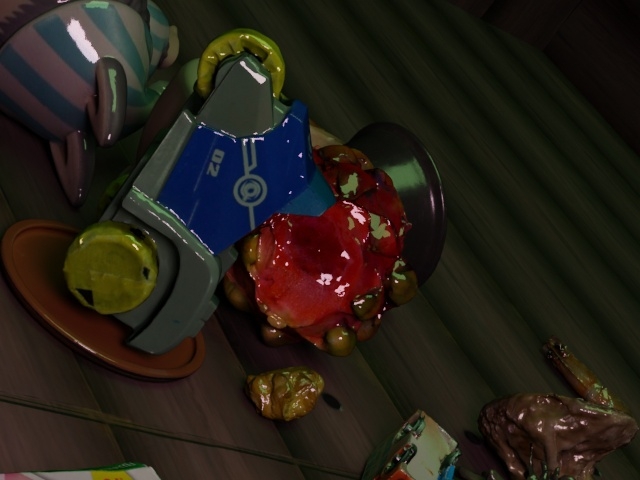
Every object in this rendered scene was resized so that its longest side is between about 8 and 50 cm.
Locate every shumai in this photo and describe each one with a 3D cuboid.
[{"bbox_3d":[0.285,0.268,1.986,0.161,0.210,0.152,20,70,-50],"label":"shumai"}]

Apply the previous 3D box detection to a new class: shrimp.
[{"bbox_3d":[0.401,0.208,2.438,0.180,0.041,0.099,45,20,22],"label":"shrimp"}]

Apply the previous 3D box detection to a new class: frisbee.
[{"bbox_3d":[-0.230,0.063,1.728,0.251,0.021,0.251,32,22,-14],"label":"frisbee"}]

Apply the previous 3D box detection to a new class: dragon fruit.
[{"bbox_3d":[0.008,-0.004,1.921,0.227,0.243,0.307,42,61,-13],"label":"dragon fruit"}]

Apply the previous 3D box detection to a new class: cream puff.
[{"bbox_3d":[-0.038,0.168,1.776,0.083,0.083,0.058,1,81,-76],"label":"cream puff"}]

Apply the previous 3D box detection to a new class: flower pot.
[{"bbox_3d":[0.040,-0.038,2.167,0.148,0.235,0.235,-7,45,-37],"label":"flower pot"}]

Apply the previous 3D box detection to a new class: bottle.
[{"bbox_3d":[-0.153,-0.077,1.850,0.148,0.236,0.147,30,29,-18],"label":"bottle"}]

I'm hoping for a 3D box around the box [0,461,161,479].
[{"bbox_3d":[-0.185,0.263,1.249,0.180,0.103,0.250,49,23,26],"label":"box"}]

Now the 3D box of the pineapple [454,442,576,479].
[{"bbox_3d":[0.293,0.341,1.822,0.340,0.169,0.169,38,20,16],"label":"pineapple"}]

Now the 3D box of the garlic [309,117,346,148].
[{"bbox_3d":[-0.092,-0.176,2.365,0.228,0.110,0.217,37,5,-35],"label":"garlic"}]

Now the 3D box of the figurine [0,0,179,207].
[{"bbox_3d":[-0.308,-0.192,1.992,0.361,0.266,0.377,53,33,-58],"label":"figurine"}]

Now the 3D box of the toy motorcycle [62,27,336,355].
[{"bbox_3d":[-0.106,-0.046,1.675,0.200,0.326,0.191,37,20,-8],"label":"toy motorcycle"}]

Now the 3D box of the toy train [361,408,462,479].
[{"bbox_3d":[0.095,0.254,1.745,0.072,0.099,0.188,40,19,-3],"label":"toy train"}]
